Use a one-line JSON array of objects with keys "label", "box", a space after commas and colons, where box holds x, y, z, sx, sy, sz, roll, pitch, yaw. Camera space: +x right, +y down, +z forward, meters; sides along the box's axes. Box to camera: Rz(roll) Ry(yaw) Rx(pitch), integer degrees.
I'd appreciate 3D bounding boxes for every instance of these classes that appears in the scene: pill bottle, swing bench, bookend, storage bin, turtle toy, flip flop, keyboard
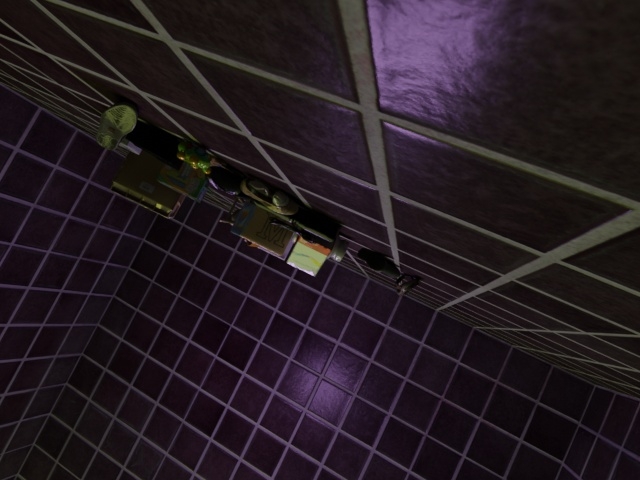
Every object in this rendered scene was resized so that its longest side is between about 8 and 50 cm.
[{"label": "pill bottle", "box": [0.000, 0.000, 1.671, 0.216, 0.121, 0.121, 26, 175, -3]}, {"label": "swing bench", "box": [-0.302, -0.101, 1.920, 0.255, 0.165, 0.253, 28, 174, -24]}, {"label": "bookend", "box": [-0.533, -0.309, 1.359, 0.156, 0.072, 0.157, 28, 175, -9]}, {"label": "storage bin", "box": [-0.690, -0.259, 1.730, 0.262, 0.260, 0.123, 28, 171, -12]}, {"label": "turtle toy", "box": [-0.386, -0.261, 1.257, 0.130, 0.066, 0.095, 25, 175, 21]}, {"label": "flip flop", "box": [0.395, 0.201, 1.928, 0.080, 0.112, 0.277, 52, -177, 12]}, {"label": "keyboard", "box": [-0.092, -0.071, 1.400, 0.317, 0.033, 0.201, 25, -153, -3]}]

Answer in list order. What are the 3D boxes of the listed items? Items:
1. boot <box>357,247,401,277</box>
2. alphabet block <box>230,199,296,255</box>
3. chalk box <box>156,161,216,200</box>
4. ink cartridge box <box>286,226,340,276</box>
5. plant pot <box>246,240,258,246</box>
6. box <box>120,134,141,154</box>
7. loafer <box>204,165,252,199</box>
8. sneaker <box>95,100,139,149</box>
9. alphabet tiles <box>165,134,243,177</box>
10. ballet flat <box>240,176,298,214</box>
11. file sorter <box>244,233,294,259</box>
[{"label": "boot", "box": [0.272, 0.116, 1.754, 0.208, 0.076, 0.189, 38, -177, -35]}, {"label": "alphabet block", "box": [-0.229, -0.070, 1.707, 0.197, 0.193, 0.192, 28, 176, -24]}, {"label": "chalk box", "box": [-0.501, -0.237, 1.611, 0.213, 0.132, 0.132, 26, 174, -8]}, {"label": "ink cartridge box", "box": [-0.029, 0.019, 1.522, 0.128, 0.128, 0.176, 26, 135, -4]}, {"label": "plant pot", "box": [-0.315, -0.051, 2.432, 0.188, 0.205, 0.205, 12, -178, -27]}, {"label": "box", "box": [-0.693, -0.379, 1.475, 0.102, 0.087, 0.101, 27, 175, 3]}, {"label": "loafer", "box": [-0.294, -0.191, 1.382, 0.078, 0.076, 0.223, 17, 176, 29]}, {"label": "sneaker", "box": [-0.574, -0.361, 1.186, 0.083, 0.118, 0.222, 33, 143, -32]}, {"label": "alphabet tiles", "box": [-0.401, -0.277, 1.482, 0.285, 0.011, 0.342, 26, 175, -5]}, {"label": "ballet flat", "box": [-0.165, -0.146, 1.340, 0.206, 0.073, 0.067, 23, 161, -4]}, {"label": "file sorter", "box": [-0.320, -0.029, 2.614, 0.278, 0.192, 0.173, 28, 178, -15]}]
